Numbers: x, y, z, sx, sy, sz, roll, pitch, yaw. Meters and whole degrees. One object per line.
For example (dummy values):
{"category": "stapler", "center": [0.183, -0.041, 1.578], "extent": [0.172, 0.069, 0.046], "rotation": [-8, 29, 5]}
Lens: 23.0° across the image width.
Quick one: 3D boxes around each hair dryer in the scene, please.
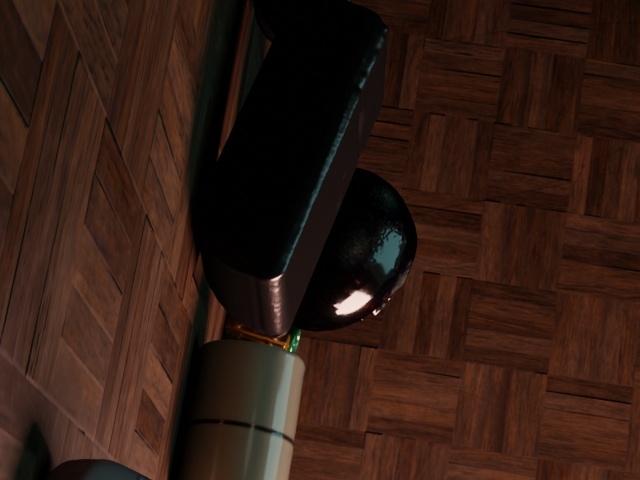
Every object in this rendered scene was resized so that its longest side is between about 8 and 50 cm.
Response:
{"category": "hair dryer", "center": [-0.109, 0.262, 1.920], "extent": [0.362, 0.128, 0.203], "rotation": [113, -14, -70]}

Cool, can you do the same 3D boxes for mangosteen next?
{"category": "mangosteen", "center": [0.000, 0.000, 1.955], "extent": [0.243, 0.243, 0.243], "rotation": [8, 90, -87]}

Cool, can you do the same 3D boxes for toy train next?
{"category": "toy train", "center": [-0.092, 0.185, 2.143], "extent": [0.227, 0.091, 0.136], "rotation": [94, 15, -55]}

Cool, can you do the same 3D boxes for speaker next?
{"category": "speaker", "center": [-0.056, -0.111, 1.719], "extent": [0.180, 0.184, 0.388], "rotation": [89, 20, -64]}

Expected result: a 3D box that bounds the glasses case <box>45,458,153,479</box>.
{"category": "glasses case", "center": [-0.117, 0.248, 1.144], "extent": [0.297, 0.075, 0.113], "rotation": [48, 41, -55]}
